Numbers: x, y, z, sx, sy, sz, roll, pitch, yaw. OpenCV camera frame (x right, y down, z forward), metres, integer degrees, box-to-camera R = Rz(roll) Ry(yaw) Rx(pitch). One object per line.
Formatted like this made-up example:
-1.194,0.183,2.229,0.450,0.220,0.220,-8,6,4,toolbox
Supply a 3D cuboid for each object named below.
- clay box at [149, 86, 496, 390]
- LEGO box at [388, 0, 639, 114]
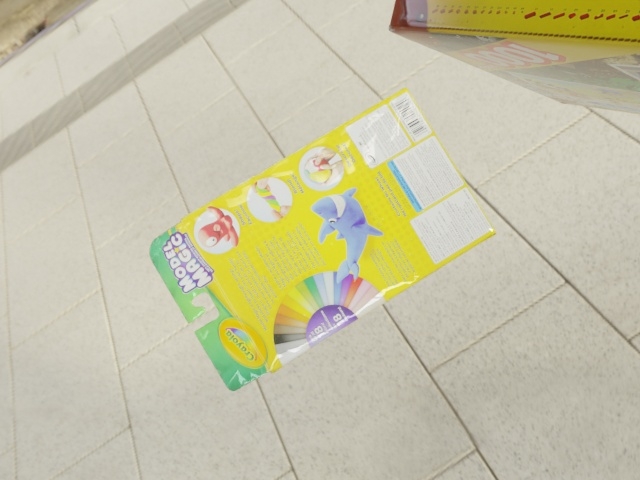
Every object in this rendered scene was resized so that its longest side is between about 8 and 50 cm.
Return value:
0.000,0.000,0.451,0.222,0.053,0.128,-31,87,-4,clay box
0.375,-0.216,0.535,0.500,0.372,0.193,26,106,47,LEGO box
